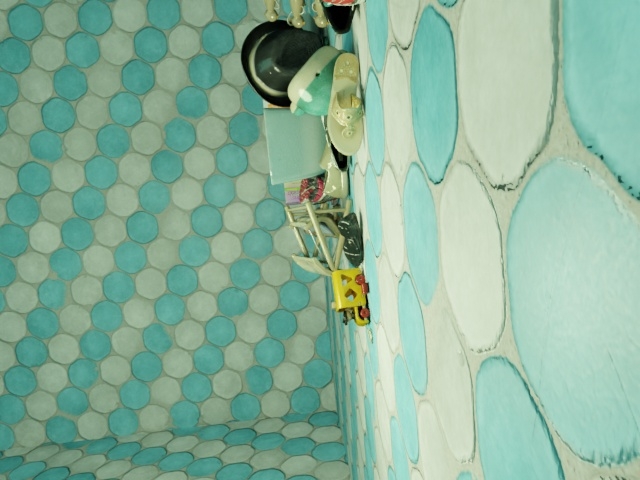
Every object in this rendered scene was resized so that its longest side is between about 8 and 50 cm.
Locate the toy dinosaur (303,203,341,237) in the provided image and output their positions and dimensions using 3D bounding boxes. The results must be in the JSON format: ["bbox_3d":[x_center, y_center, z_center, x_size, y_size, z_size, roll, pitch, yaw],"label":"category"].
[{"bbox_3d":[0.028,-0.060,2.045,0.295,0.127,0.200,41,158,53],"label":"toy dinosaur"}]

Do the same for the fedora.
[{"bbox_3d":[-0.104,-0.631,1.827,0.152,0.333,0.334,-4,92,57],"label":"fedora"}]

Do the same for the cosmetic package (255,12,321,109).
[{"bbox_3d":[-0.103,-0.620,2.074,0.161,0.229,0.454,-17,-78,-73],"label":"cosmetic package"}]

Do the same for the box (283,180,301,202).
[{"bbox_3d":[-0.064,-0.293,2.392,0.117,0.213,0.243,129,135,-85],"label":"box"}]

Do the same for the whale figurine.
[{"bbox_3d":[0.015,-0.406,1.412,0.141,0.216,0.272,42,-174,-2],"label":"whale figurine"}]

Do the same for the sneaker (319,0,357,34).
[{"bbox_3d":[0.039,-0.566,1.089,0.302,0.108,0.121,72,-171,-64],"label":"sneaker"}]

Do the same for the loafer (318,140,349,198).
[{"bbox_3d":[0.039,-0.260,1.675,0.102,0.091,0.269,-107,12,-75],"label":"loafer"}]

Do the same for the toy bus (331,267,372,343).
[{"bbox_3d":[0.085,0.182,1.567,0.202,0.104,0.191,-101,6,-63],"label":"toy bus"}]

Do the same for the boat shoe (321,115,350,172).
[{"bbox_3d":[0.054,-0.309,1.551,0.070,0.077,0.220,-101,-2,-67],"label":"boat shoe"}]

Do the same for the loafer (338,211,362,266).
[{"bbox_3d":[0.100,-0.002,1.527,0.061,0.062,0.170,-46,-43,-40],"label":"loafer"}]

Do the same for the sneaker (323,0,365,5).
[{"bbox_3d":[0.037,-0.544,0.947,0.279,0.118,0.107,89,173,-58],"label":"sneaker"}]

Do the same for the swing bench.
[{"bbox_3d":[0.000,0.000,1.749,0.253,0.165,0.255,-179,84,-71],"label":"swing bench"}]

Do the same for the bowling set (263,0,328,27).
[{"bbox_3d":[-0.038,-0.809,1.760,0.287,0.200,0.154,29,143,28],"label":"bowling set"}]

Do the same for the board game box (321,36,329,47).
[{"bbox_3d":[0.022,-0.624,1.921,0.186,0.026,0.126,88,175,-55],"label":"board game box"}]

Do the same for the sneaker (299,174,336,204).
[{"bbox_3d":[-0.007,-0.184,1.947,0.299,0.111,0.121,-147,63,-70],"label":"sneaker"}]

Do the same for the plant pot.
[{"bbox_3d":[-0.056,-0.339,1.807,0.248,0.252,0.247,-109,13,-75],"label":"plant pot"}]

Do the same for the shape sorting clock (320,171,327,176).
[{"bbox_3d":[0.020,-0.303,2.071,0.206,0.040,0.206,-167,90,-81],"label":"shape sorting clock"}]

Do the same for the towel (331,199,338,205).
[{"bbox_3d":[0.057,-0.225,2.055,0.197,0.029,0.144,105,161,-81],"label":"towel"}]

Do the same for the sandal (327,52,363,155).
[{"bbox_3d":[0.059,-0.322,1.249,0.079,0.088,0.240,-80,-10,-80],"label":"sandal"}]
